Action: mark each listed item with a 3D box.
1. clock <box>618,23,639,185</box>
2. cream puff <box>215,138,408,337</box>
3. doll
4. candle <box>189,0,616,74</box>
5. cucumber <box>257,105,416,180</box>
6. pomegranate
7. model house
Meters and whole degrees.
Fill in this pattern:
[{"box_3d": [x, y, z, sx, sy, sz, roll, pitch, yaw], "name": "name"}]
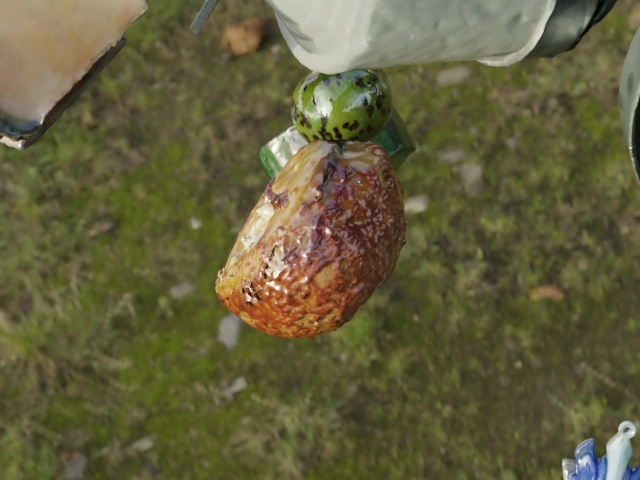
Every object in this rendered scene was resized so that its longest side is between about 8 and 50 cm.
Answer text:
[{"box_3d": [0.497, -0.159, 1.591, 0.386, 0.386, 0.076, -16, 38, 4], "name": "clock"}, {"box_3d": [0.000, 0.000, 1.642, 0.164, 0.240, 0.240, 27, 44, -8], "name": "cream puff"}, {"box_3d": [0.270, 0.259, 1.486, 0.096, 0.195, 0.070, 15, 19, 3], "name": "doll"}, {"box_3d": [0.077, -0.251, 1.312, 0.342, 0.221, 0.221, -9, 32, -27], "name": "candle"}, {"box_3d": [0.021, -0.102, 1.966, 0.191, 0.191, 0.130, -33, 80, -17], "name": "cucumber"}, {"box_3d": [0.018, -0.174, 1.753, 0.122, 0.161, 0.122, -18, 15, 5], "name": "pomegranate"}, {"box_3d": [-0.268, -0.177, 1.256, 0.166, 0.183, 0.172, -50, 10, -17], "name": "model house"}]
